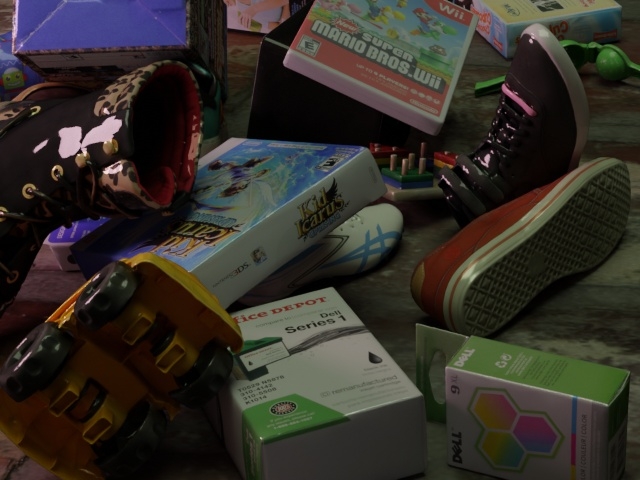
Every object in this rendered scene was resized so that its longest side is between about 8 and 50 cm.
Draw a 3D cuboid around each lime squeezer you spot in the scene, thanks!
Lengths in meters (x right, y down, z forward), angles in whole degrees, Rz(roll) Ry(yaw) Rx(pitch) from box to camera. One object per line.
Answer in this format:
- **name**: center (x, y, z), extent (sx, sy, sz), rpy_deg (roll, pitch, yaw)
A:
- **lime squeezer**: center (0.377, -0.239, 2.082), extent (0.311, 0.058, 0.110), rpy_deg (5, 30, 14)

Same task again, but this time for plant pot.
- **plant pot**: center (0.027, -0.184, 1.913), extent (0.167, 0.188, 0.187), rpy_deg (21, 36, 17)

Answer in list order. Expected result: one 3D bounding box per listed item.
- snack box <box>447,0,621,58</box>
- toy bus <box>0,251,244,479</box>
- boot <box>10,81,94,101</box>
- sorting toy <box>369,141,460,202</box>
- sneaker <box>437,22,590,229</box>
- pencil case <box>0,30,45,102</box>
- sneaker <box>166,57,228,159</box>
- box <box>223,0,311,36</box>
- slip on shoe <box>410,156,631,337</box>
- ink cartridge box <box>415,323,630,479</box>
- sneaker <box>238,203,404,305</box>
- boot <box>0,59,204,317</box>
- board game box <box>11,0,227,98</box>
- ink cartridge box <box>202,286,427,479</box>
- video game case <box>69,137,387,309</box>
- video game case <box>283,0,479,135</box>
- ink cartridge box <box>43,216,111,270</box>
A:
- **snack box**: center (0.317, -0.378, 2.334), extent (0.187, 0.060, 0.322), rpy_deg (-11, 30, -11)
- **toy bus**: center (-0.185, 0.091, 1.404), extent (0.220, 0.149, 0.211), rpy_deg (-43, 17, 14)
- **boot**: center (-0.367, -0.110, 1.950), extent (0.248, 0.090, 0.207), rpy_deg (-16, 45, -29)
- **sorting toy**: center (0.104, -0.088, 1.806), extent (0.275, 0.046, 0.132), rpy_deg (-6, 18, -28)
- **sneaker**: center (0.206, -0.102, 1.654), extent (0.147, 0.295, 0.104), rpy_deg (-27, 54, -16)
- **pencil case**: center (-0.541, -0.214, 2.091), extent (0.306, 0.119, 0.133), rpy_deg (-14, 22, -16)
- **sneaker**: center (-0.173, -0.181, 1.940), extent (0.108, 0.121, 0.302), rpy_deg (-4, 14, -8)
- **box**: center (-0.073, -0.395, 2.388), extent (0.290, 0.087, 0.169), rpy_deg (12, 33, 25)
- **slip on shoe**: center (0.226, -0.005, 1.627), extent (0.331, 0.123, 0.101), rpy_deg (-32, 35, -33)
- **ink cartridge box**: center (0.169, 0.154, 1.346), extent (0.209, 0.109, 0.062), rpy_deg (12, 32, 26)
- **sneaker**: center (0.000, 0.000, 1.671), extent (0.237, 0.086, 0.085), rpy_deg (-23, 32, -32)
- **boot**: center (-0.285, -0.029, 1.551), extent (0.284, 0.138, 0.377), rpy_deg (-14, 40, 31)
- **board game box**: center (-0.261, -0.287, 2.018), extent (0.232, 0.141, 0.291), rpy_deg (-1, -7, 5)
- **ink cartridge box**: center (-0.017, 0.144, 1.403), extent (0.160, 0.092, 0.219), rpy_deg (-14, 30, -18)
- **video game case**: center (-0.104, -0.022, 1.588), extent (0.244, 0.061, 0.269), rpy_deg (-37, 24, -27)
- **video game case**: center (0.083, -0.252, 1.872), extent (0.204, 0.025, 0.285), rpy_deg (25, 38, -2)
- **ink cartridge box**: center (-0.249, -0.034, 1.800), extent (0.208, 0.045, 0.206), rpy_deg (0, 31, 4)
